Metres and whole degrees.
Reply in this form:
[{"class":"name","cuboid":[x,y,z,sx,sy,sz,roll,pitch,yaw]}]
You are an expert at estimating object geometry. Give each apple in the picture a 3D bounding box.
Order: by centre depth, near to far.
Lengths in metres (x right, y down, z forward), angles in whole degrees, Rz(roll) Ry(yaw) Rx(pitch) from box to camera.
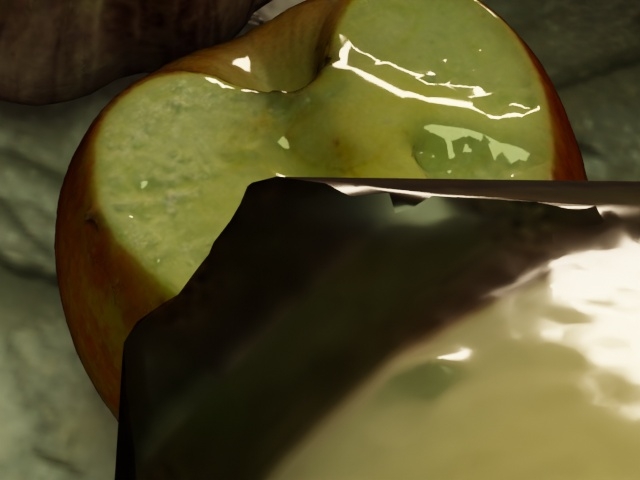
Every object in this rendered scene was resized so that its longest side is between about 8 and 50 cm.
[{"class":"apple","cuboid":[0.000,0.000,0.677,0.195,0.160,0.173,-26,76,-20]}]

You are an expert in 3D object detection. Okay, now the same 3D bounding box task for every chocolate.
[{"class":"chocolate","cuboid":[0.131,0.156,0.498,0.314,0.297,0.326,2,97,-26]}]

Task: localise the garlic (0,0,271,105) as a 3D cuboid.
[{"class":"garlic","cuboid":[-0.097,-0.179,0.744,0.245,0.160,0.245,2,75,-9]}]
